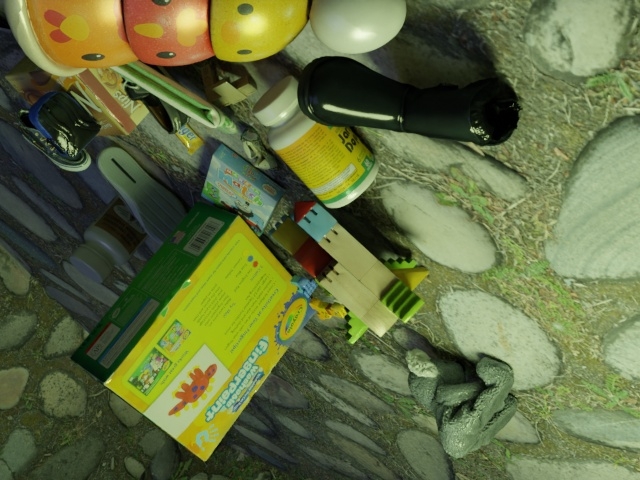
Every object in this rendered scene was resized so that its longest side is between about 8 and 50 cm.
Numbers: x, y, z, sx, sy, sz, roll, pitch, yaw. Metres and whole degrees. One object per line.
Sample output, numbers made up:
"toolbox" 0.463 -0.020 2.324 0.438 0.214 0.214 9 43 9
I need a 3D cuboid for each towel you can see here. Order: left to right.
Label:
"towel" -0.256 -0.247 1.443 0.248 0.038 0.325 29 -178 -4

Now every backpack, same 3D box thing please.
"backpack" -0.528 -0.238 1.745 0.101 0.098 0.120 12 149 47

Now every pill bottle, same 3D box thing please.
"pill bottle" -0.521 -0.010 2.189 0.131 0.229 0.131 28 154 15
"pill bottle" -0.011 -0.161 1.404 0.208 0.117 0.117 47 153 -22

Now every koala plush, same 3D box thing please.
"koala plush" 0.272 0.326 1.837 0.221 0.203 0.196 34 158 34

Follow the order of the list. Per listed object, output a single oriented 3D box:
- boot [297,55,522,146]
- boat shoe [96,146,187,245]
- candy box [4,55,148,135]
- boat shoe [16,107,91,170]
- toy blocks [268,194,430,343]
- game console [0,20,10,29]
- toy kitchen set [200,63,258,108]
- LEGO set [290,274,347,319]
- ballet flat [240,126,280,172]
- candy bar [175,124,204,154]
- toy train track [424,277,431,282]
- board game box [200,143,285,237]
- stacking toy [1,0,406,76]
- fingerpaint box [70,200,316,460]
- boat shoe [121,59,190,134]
"boot" 0.121 -0.182 1.130 0.207 0.094 0.246 11 -176 44
"boat shoe" -0.419 -0.104 2.075 0.302 0.109 0.094 52 167 -13
"candy box" -0.514 -0.312 1.820 0.316 0.087 0.183 6 143 47
"boat shoe" -0.592 -0.220 1.904 0.183 0.065 0.083 30 159 13
"toy blocks" 0.022 0.027 1.582 0.261 0.191 0.381 42 180 -10
"game console" -0.719 -0.503 1.842 0.122 0.071 0.107 17 119 34
"toy kitchen set" -0.165 -0.279 1.472 0.083 0.075 0.068 -21 159 20
"LEGO set" 0.020 0.117 1.888 0.093 0.087 0.227 9 145 46
"ballet flat" -0.118 -0.161 1.634 0.041 0.041 0.114 9 144 45
"candy bar" -0.294 -0.241 1.720 0.018 0.040 0.161 15 148 56
"toy train track" 0.188 0.067 1.673 0.048 0.014 0.083 32 162 -7
"board game box" -0.165 -0.099 1.804 0.160 0.039 0.211 36 155 1
"stacking toy" -0.125 -0.344 1.104 0.480 0.350 0.350 13 151 8
"fingerpaint box" -0.265 0.202 1.931 0.163 0.445 0.371 21 158 44
"boat shoe" -0.335 -0.301 1.626 0.233 0.079 0.084 46 155 -17
